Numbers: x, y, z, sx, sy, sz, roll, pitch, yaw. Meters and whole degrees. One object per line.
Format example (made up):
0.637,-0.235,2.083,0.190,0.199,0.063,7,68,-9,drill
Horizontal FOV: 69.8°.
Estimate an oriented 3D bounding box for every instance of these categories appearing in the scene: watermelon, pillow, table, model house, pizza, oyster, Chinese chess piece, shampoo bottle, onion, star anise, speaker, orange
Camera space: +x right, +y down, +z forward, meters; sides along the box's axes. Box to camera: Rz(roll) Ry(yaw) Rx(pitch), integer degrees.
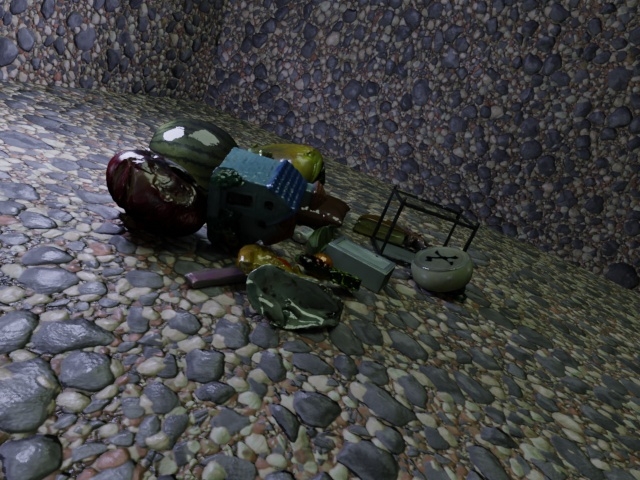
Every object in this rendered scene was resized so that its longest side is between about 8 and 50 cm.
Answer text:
-0.454,-0.306,1.719,0.359,0.279,0.279,20,19,-13,watermelon
-0.032,-0.140,1.963,0.307,0.109,0.305,17,20,3,pillow
0.425,-0.036,1.919,0.334,0.272,0.222,18,19,-8,table
-0.154,-0.095,1.400,0.329,0.295,0.252,13,36,-4,model house
-0.097,0.091,1.297,0.287,0.075,0.280,28,6,-8,pizza
-0.059,0.145,1.157,0.252,0.200,0.087,-13,-7,-32,oyster
0.454,0.104,1.733,0.237,0.092,0.238,-7,24,3,Chinese chess piece
-0.066,-0.021,1.715,0.072,0.043,0.099,26,21,15,shampoo bottle
-0.467,-0.117,1.309,0.313,0.232,0.314,31,-4,3,onion
0.439,-0.001,2.169,0.171,0.063,0.208,33,19,20,star anise
0.517,0.194,1.749,0.075,0.060,0.095,9,58,-31,speaker
-0.001,0.081,1.458,0.083,0.084,0.083,19,19,-7,orange

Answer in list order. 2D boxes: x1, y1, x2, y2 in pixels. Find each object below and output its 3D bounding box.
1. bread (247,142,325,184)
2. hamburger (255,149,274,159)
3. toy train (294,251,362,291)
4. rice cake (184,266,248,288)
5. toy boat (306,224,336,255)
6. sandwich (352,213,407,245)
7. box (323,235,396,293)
-0.160,-0.297,1.918,0.376,0.209,0.251,13,33,39,bread
-0.226,-0.189,1.662,0.212,0.275,0.274,30,21,13,hamburger
0.024,0.095,1.375,0.249,0.053,0.085,27,-9,-37,toy train
-0.264,0.096,1.208,0.047,0.036,0.206,30,20,38,rice cake
0.000,0.000,1.662,0.055,0.093,0.293,6,16,13,toy boat
0.268,-0.056,2.083,0.244,0.090,0.088,19,22,-7,sandwich
0.133,0.080,1.588,0.225,0.086,0.129,28,20,16,box
